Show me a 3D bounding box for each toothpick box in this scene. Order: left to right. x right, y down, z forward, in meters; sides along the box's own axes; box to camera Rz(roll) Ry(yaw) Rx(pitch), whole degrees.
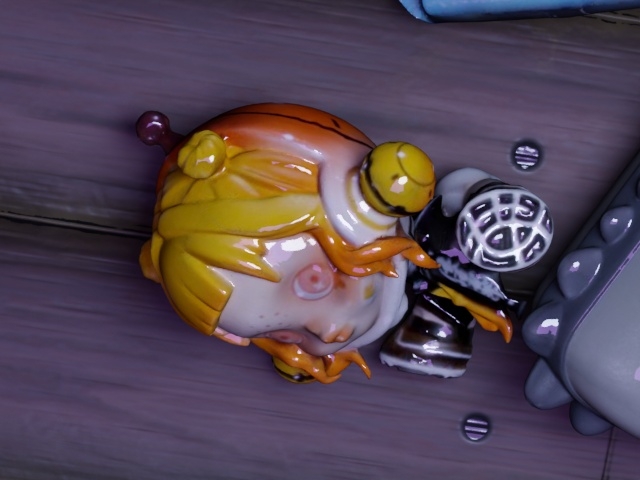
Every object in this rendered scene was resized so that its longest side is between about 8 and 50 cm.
[{"bbox_3d":[0.297,0.030,1.372,0.229,0.229,0.316,35,102,-8],"label":"toothpick box"}]

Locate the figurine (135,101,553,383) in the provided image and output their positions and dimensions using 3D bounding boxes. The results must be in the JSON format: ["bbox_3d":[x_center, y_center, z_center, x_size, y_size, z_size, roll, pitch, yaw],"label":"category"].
[{"bbox_3d":[0.002,-0.003,1.375,0.323,0.196,0.320,11,143,-13],"label":"figurine"}]

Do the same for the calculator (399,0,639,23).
[{"bbox_3d":[0.185,-0.264,1.352,0.293,0.051,0.173,-3,91,14],"label":"calculator"}]
